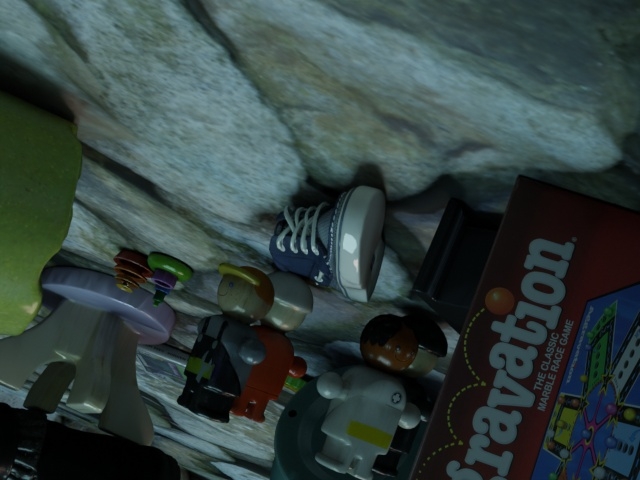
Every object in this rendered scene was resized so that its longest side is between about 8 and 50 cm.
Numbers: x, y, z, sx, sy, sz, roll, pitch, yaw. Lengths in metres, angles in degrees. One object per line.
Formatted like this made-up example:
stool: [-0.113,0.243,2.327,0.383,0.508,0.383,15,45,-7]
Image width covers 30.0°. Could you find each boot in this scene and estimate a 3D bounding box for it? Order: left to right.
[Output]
boot: [-0.357,0.265,1.459,0.260,0.131,0.348,35,157,-34]
boot: [0.000,0.000,0.900,0.086,0.069,0.190,17,163,8]

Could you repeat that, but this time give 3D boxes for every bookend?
bookend: [0.173,0.049,0.826,0.156,0.072,0.157,10,159,39]

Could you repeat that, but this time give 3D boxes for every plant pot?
plant pot: [-0.331,-0.040,0.920,0.254,0.276,0.276,17,165,-22]
plant pot: [0.059,0.283,1.377,0.272,0.271,0.255,14,145,23]

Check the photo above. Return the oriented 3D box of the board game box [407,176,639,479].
board game box: [0.140,0.108,0.703,0.145,0.281,0.027,18,161,12]

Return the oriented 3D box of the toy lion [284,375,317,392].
toy lion: [-0.010,0.198,1.548,0.100,0.034,0.096,36,164,-37]

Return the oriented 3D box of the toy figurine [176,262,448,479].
toy figurine: [-0.002,0.107,1.044,0.213,0.148,0.209,20,175,15]

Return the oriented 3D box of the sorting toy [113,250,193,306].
sorting toy: [-0.182,0.042,1.278,0.102,0.042,0.061,6,156,40]

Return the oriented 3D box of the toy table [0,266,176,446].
toy table: [-0.300,0.144,1.520,0.252,0.161,0.274,26,161,-12]

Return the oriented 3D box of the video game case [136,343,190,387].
video game case: [-0.191,0.198,1.765,0.173,0.022,0.190,20,162,7]
